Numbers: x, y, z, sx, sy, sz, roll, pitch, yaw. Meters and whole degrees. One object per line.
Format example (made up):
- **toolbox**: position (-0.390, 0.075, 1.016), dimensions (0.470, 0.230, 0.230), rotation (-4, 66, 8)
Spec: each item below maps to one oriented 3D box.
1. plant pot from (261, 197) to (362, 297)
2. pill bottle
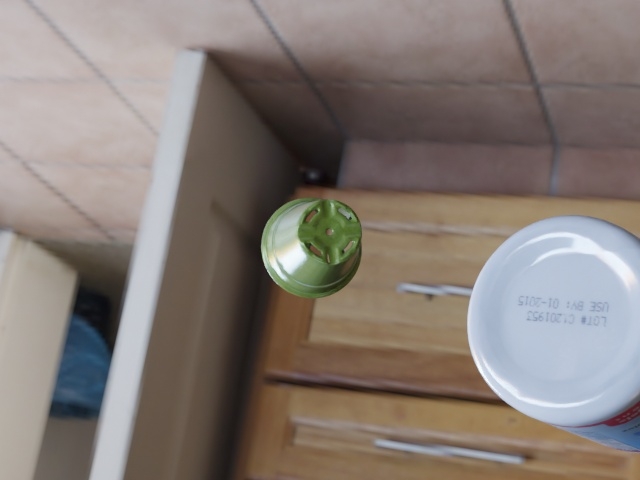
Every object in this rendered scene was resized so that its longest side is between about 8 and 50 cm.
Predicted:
- **plant pot**: position (0.000, 0.000, 1.088), dimensions (0.083, 0.083, 0.079), rotation (13, 169, -8)
- **pill bottle**: position (0.134, 0.048, 0.614), dimensions (0.087, 0.087, 0.160), rotation (0, 167, 30)
